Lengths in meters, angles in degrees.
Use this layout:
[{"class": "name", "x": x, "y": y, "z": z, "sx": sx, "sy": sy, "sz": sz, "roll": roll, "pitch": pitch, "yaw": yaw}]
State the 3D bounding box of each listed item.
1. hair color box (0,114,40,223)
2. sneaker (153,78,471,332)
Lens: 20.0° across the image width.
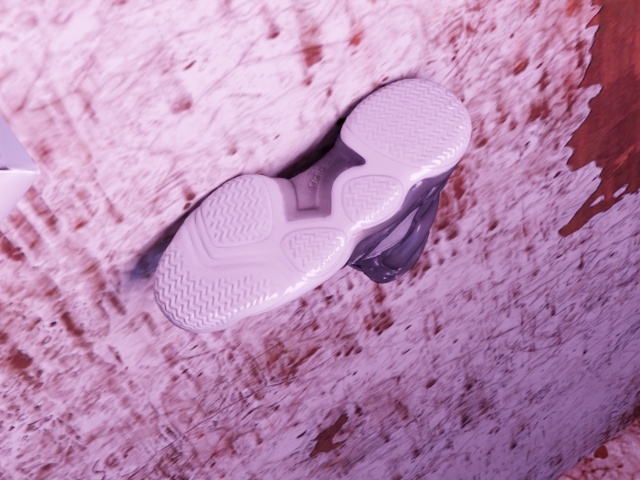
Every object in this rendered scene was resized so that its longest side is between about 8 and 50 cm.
[{"class": "hair color box", "x": -0.327, "y": 0.054, "z": 0.898, "sx": 0.374, "sy": 0.114, "sz": 0.185, "roll": -47, "pitch": 158, "yaw": 25}, {"class": "sneaker", "x": 0.000, "y": 0.000, "z": 1.346, "sx": 0.268, "sy": 0.101, "sz": 0.153, "roll": -36, "pitch": 158, "yaw": -14}]
